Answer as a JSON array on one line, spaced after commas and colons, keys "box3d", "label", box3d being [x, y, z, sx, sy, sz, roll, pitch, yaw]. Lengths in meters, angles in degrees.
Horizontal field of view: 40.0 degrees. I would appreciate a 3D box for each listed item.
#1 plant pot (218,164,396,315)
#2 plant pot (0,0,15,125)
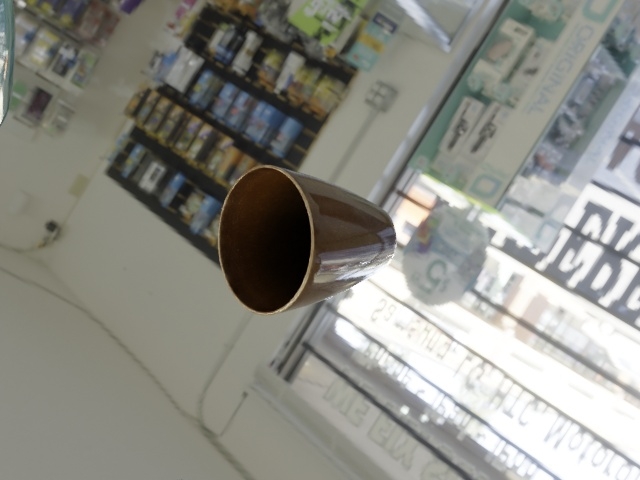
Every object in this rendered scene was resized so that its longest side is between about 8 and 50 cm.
[{"box3d": [0.000, 0.000, 1.333, 0.230, 0.215, 0.215, 0, -155, -43], "label": "plant pot"}, {"box3d": [-0.454, -0.241, 0.907, 0.293, 0.293, 0.235, 31, 148, -12], "label": "plant pot"}]
